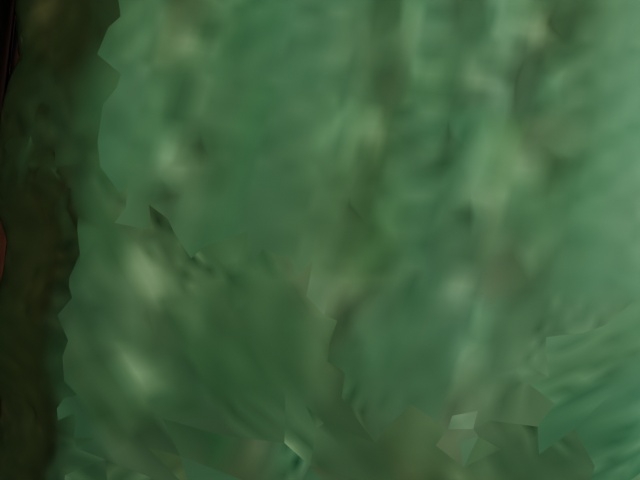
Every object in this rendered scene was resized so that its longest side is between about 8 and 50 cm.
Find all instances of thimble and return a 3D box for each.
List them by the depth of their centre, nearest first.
[{"bbox_3d":[0.010,-0.024,0.411,0.198,0.143,0.235,-130,-132,-88],"label":"thimble"}]
